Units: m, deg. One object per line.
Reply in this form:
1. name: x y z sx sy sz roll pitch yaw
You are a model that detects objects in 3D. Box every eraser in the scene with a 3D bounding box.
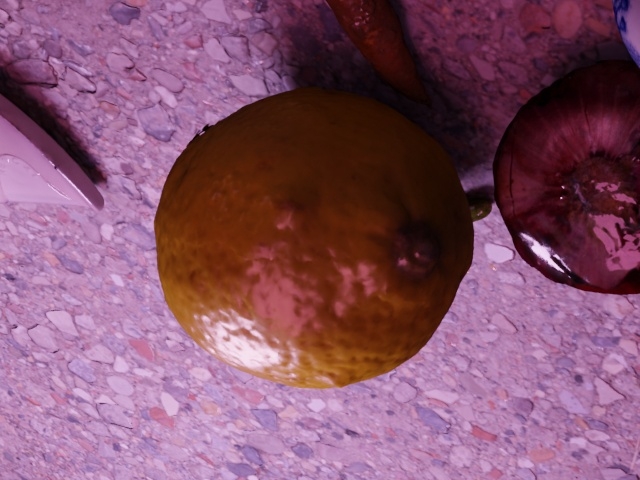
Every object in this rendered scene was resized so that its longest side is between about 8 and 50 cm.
1. eraser: -0.413 -0.133 2.199 0.204 0.059 0.243 5 140 30

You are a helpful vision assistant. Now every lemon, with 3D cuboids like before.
1. lemon: 0.000 0.000 1.832 0.387 0.350 0.350 0 136 50

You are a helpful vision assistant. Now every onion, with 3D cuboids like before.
1. onion: 0.306 -0.060 1.694 0.252 0.252 0.219 0 179 26

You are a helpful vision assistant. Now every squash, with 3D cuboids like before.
1. squash: 0.169 -0.031 1.954 0.083 0.027 0.027 -18 123 46

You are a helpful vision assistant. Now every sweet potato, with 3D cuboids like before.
1. sweet potato: 0.039 -0.254 1.746 0.066 0.072 0.314 -16 122 27

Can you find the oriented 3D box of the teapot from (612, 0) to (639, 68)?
1. teapot: 0.358 -0.233 1.377 0.424 0.252 0.280 23 178 37
